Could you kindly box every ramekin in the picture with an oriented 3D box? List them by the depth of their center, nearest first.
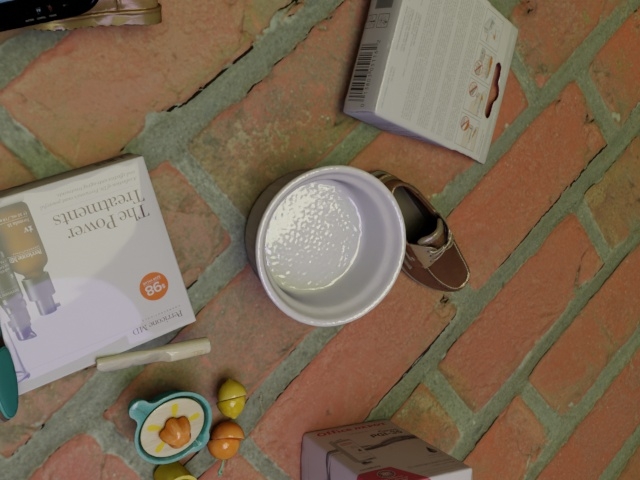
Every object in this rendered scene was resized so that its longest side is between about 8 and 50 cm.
[{"bbox_3d":[0.000,0.000,1.151,0.277,0.135,0.278,-5,103,-22],"label":"ramekin"}]

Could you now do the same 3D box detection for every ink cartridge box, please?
[{"bbox_3d":[0.112,0.442,1.208,0.207,0.283,0.117,-2,95,-28],"label":"ink cartridge box"},{"bbox_3d":[0.233,-0.345,1.283,0.384,0.091,0.309,13,91,-46],"label":"ink cartridge box"}]

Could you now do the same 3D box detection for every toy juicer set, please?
[{"bbox_3d":[-0.214,0.287,1.083,0.209,0.089,0.329,-27,124,-24],"label":"toy juicer set"}]

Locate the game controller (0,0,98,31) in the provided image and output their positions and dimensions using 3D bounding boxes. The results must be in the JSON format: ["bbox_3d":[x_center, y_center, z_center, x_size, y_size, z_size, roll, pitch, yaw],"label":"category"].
[{"bbox_3d":[-0.442,-0.355,0.838,0.318,0.067,0.167,-8,103,8],"label":"game controller"}]

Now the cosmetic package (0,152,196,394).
[{"bbox_3d":[-0.412,0.058,0.980,0.377,0.097,0.285,-22,110,-23],"label":"cosmetic package"}]

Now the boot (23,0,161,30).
[{"bbox_3d":[-0.337,-0.438,0.893,0.236,0.089,0.270,-13,124,-23],"label":"boot"}]

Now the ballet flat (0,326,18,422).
[{"bbox_3d":[-0.465,0.147,0.885,0.068,0.072,0.213,-5,102,1],"label":"ballet flat"}]

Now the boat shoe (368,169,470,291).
[{"bbox_3d":[0.199,-0.004,1.277,0.324,0.116,0.123,43,78,-26],"label":"boat shoe"}]
